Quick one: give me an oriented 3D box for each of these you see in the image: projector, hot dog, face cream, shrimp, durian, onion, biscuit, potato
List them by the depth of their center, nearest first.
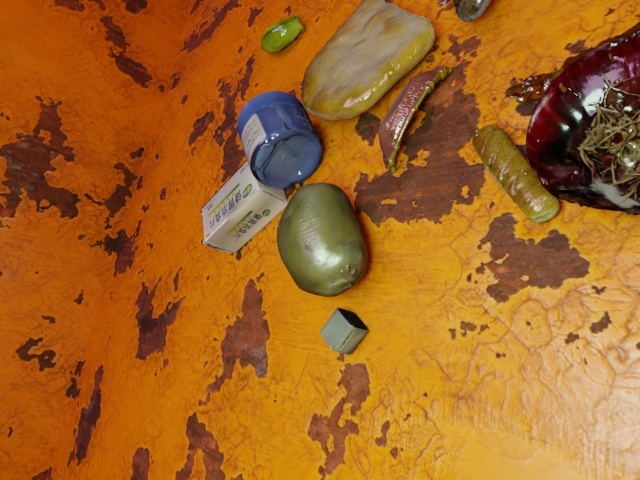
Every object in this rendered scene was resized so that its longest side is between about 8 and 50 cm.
[{"bbox_3d":[0.505,-0.182,0.720,0.313,0.314,0.232,-22,28,38],"label":"onion"},{"bbox_3d":[0.416,-0.154,0.960,0.087,0.061,0.286,-36,50,15],"label":"hot dog"},{"bbox_3d":[0.061,0.231,1.133,0.082,0.083,0.083,-55,42,12],"label":"projector"},{"bbox_3d":[0.392,-0.701,1.190,0.116,0.145,0.343,-1,52,3],"label":"shrimp"},{"bbox_3d":[0.000,0.000,1.200,0.243,0.221,0.327,-30,57,31],"label":"potato"},{"bbox_3d":[0.126,-0.556,1.388,0.446,0.104,0.429,-48,45,7],"label":"biscuit"},{"bbox_3d":[-0.134,-0.326,1.463,0.249,0.249,0.225,-41,50,26],"label":"face cream"},{"bbox_3d":[-0.173,-0.857,1.866,0.250,0.101,0.139,-19,24,40],"label":"durian"}]

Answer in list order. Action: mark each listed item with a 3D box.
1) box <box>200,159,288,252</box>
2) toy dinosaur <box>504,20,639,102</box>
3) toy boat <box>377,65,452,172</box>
[{"bbox_3d":[-0.286,-0.121,1.610,0.333,0.145,0.173,-40,46,26],"label":"box"},{"bbox_3d":[0.582,-0.343,0.849,0.432,0.097,0.208,-23,48,34],"label":"toy dinosaur"},{"bbox_3d":[0.240,-0.347,1.209,0.318,0.099,0.141,-61,14,6],"label":"toy boat"}]
